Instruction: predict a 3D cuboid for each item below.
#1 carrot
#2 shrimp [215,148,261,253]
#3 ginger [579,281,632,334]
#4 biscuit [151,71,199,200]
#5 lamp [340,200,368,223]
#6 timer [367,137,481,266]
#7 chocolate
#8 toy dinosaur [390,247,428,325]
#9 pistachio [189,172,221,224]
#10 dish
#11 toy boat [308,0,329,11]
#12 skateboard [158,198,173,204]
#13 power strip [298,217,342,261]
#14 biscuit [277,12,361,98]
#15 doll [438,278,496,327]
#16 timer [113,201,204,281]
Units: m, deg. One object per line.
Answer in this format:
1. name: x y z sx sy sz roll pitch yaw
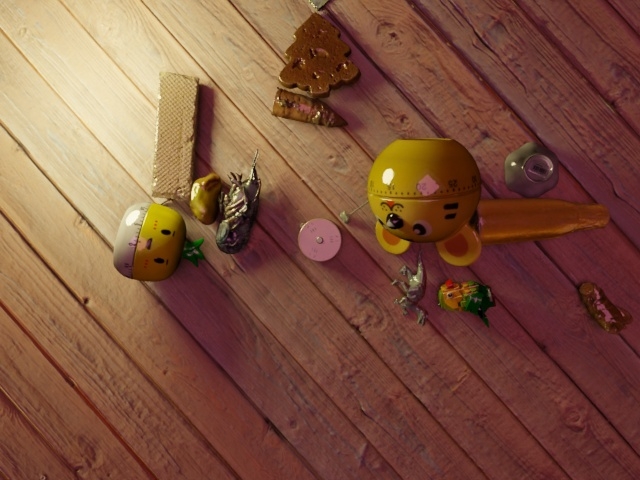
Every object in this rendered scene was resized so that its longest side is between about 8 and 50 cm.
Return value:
1. carrot: -0.033 -0.434 1.454 0.263 0.102 0.101 18 93 -2
2. shrimp: -0.269 -0.121 1.431 0.137 0.172 0.372 3 109 -21
3. ginger: 0.929 0.234 1.409 0.205 0.081 0.115 38 83 2
4. biscuit: -0.494 -0.351 1.469 0.144 0.078 0.425 5 92 -18
5. lamp: 0.158 -0.128 1.479 0.198 0.056 0.050 -32 89 -7
6. timer: 0.313 -0.117 1.316 0.376 0.376 0.386 -2 106 4
7. chocolate: 0.693 -0.060 1.392 0.446 0.162 0.162 -2 92 0
8. toy dinosaur: 0.331 0.152 1.463 0.167 0.053 0.242 26 93 1
9. pistachio: -0.396 -0.142 1.468 0.100 0.110 0.189 7 75 -16
10. dish: 0.709 -0.234 1.415 0.191 0.066 0.190 0 93 4
11. toy boat: 0.014 -0.844 1.463 0.115 0.016 0.063 -39 89 4
12. skateboard: -0.567 -0.170 1.525 0.064 0.032 0.083 -22 93 15
13. power strip: 0.000 0.000 1.467 0.154 0.078 0.154 0 92 3
14. biscuit: -0.002 -0.624 1.447 0.278 0.043 0.301 1 81 0
15. doll: 0.486 0.199 1.428 0.186 0.106 0.134 15 104 3
16. timer: -0.516 0.017 1.424 0.285 0.285 0.285 0 92 4
